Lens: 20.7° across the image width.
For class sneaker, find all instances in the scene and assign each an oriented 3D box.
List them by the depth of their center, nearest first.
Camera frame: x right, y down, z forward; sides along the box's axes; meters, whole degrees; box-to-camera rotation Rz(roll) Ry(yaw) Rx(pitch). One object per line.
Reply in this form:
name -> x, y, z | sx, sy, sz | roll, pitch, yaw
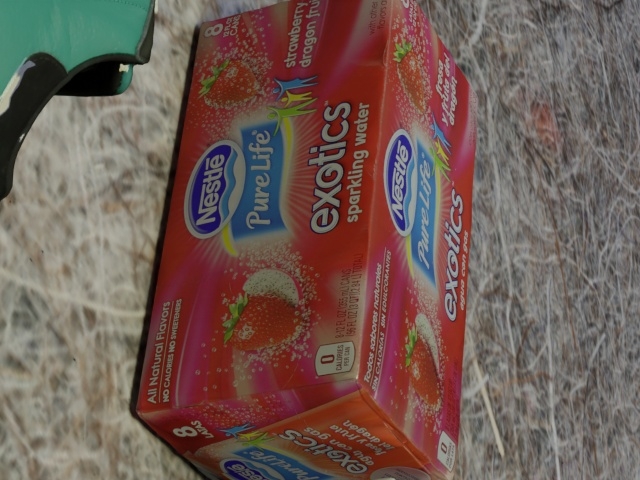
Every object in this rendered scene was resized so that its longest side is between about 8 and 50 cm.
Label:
sneaker -> -0.119, -0.132, 0.784 | 0.302, 0.108, 0.121 | -58, 133, -44

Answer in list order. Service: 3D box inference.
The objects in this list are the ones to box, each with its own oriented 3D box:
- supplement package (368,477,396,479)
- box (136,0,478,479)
supplement package -> 0.031, 0.225, 0.904 | 0.244, 0.139, 0.134 | 39, 45, -53
box -> 0.000, 0.000, 0.940 | 0.122, 0.128, 0.257 | 49, 39, -47
